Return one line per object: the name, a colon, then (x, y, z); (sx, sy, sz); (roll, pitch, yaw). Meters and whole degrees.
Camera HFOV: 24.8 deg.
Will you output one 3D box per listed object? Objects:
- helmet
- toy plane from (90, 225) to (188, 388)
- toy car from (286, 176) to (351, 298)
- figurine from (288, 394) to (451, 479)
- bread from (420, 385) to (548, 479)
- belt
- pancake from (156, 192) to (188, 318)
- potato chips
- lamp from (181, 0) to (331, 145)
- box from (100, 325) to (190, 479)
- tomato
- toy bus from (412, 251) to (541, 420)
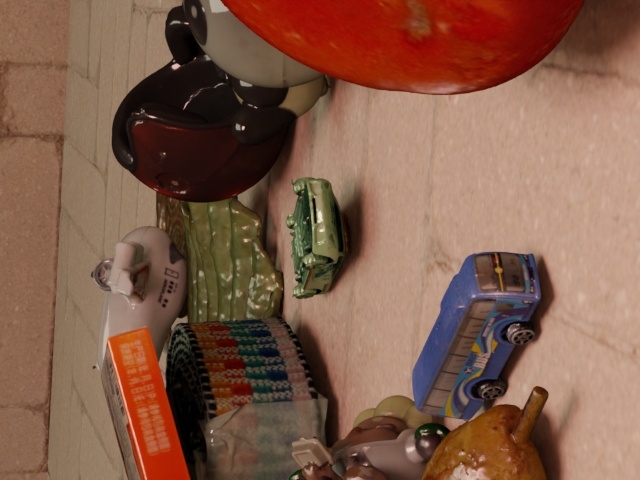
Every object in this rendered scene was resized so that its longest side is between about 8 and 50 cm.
helmet: (-0.132, -0.139, 1.610); (0.216, 0.193, 0.189); (-13, 48, 34)
toy plane: (-0.240, 0.099, 1.967); (0.252, 0.118, 0.252); (1, -90, -81)
toy car: (0.000, 0.000, 1.410); (0.186, 0.058, 0.093); (107, 160, -72)
figurine: (0.036, 0.181, 1.125); (0.197, 0.147, 0.093); (-13, -99, -67)
bread: (0.095, 0.224, 1.048); (0.124, 0.084, 0.344); (-107, 26, -47)
belt: (-0.081, 0.199, 1.492); (0.257, 0.150, 0.207); (-111, 23, -44)
pancake: (-0.206, -0.010, 2.102); (0.250, 0.031, 0.250); (177, 90, -71)
potato chips: (-0.140, 0.118, 1.783); (0.373, 0.097, 0.389); (168, 104, -73)
lamp: (-0.045, -0.219, 1.386); (0.244, 0.198, 0.198); (101, 162, -54)
box: (-0.160, 0.239, 1.437); (0.265, 0.048, 0.273); (131, 123, -74)
tomato: (0.051, -0.258, 0.887); (0.325, 0.290, 0.293); (153, 138, -73)
toy bus: (0.111, 0.070, 1.048); (0.153, 0.061, 0.051); (108, 161, -47)
